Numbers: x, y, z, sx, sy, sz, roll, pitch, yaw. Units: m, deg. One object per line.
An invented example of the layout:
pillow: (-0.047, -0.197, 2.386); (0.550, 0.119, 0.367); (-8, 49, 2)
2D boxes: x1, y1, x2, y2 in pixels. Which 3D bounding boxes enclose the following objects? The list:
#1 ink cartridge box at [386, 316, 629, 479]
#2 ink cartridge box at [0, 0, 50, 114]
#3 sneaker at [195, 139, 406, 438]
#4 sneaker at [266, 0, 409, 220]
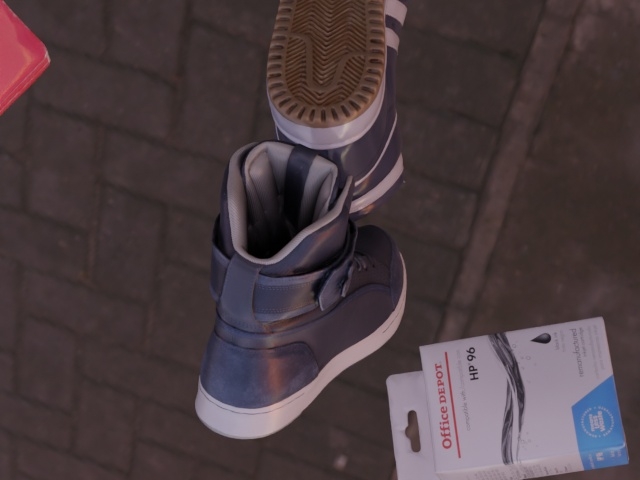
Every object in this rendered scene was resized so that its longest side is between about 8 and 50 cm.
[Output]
ink cartridge box: (0.064, 0.060, 0.510); (0.083, 0.048, 0.028); (-11, 156, 10)
ink cartridge box: (-0.221, -0.005, 0.429); (0.100, 0.237, 0.172); (50, 156, -25)
sneaker: (0.001, 0.001, 0.895); (0.086, 0.226, 0.163); (17, 122, 19)
sneaker: (0.024, -0.143, 1.012); (0.099, 0.282, 0.153); (7, 145, 11)
